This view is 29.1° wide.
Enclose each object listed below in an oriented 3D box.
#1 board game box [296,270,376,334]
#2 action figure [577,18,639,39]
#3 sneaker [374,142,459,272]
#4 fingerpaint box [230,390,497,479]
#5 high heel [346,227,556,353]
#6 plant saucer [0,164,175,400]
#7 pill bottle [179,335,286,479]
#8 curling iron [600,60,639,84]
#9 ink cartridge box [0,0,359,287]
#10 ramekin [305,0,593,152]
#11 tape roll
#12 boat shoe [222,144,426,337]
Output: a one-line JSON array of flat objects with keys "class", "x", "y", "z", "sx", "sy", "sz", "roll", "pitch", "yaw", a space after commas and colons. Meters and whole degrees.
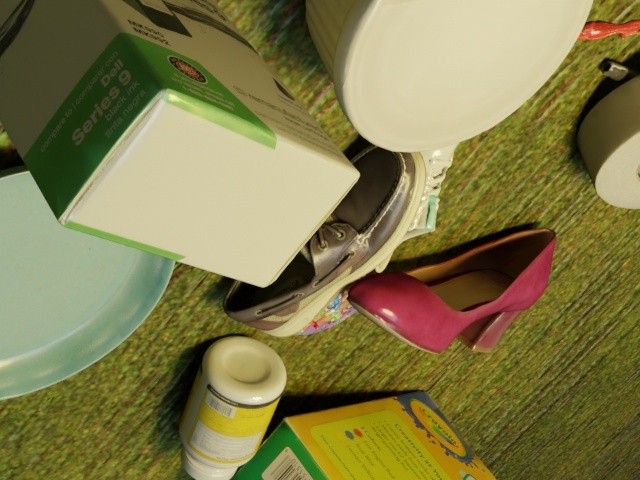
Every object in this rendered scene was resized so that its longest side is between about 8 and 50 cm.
[{"class": "board game box", "x": 0.016, "y": 0.067, "z": 1.491, "sx": 0.133, "sy": 0.033, "sz": 0.168, "roll": -8, "pitch": 137, "yaw": -33}, {"class": "action figure", "x": 0.269, "y": -0.288, "z": 1.222, "sx": 0.139, "sy": 0.091, "sz": 0.280, "roll": -16, "pitch": 140, "yaw": -22}, {"class": "sneaker", "x": 0.109, "y": -0.056, "z": 1.366, "sx": 0.080, "sy": 0.094, "sz": 0.212, "roll": 11, "pitch": 125, "yaw": -44}, {"class": "fingerpaint box", "x": 0.138, "y": 0.427, "z": 1.608, "sx": 0.163, "sy": 0.445, "sz": 0.371, "roll": -50, "pitch": 156, "yaw": 23}, {"class": "high heel", "x": 0.165, "y": 0.036, "z": 1.491, "sx": 0.181, "sy": 0.127, "sz": 0.377, "roll": -60, "pitch": 154, "yaw": 10}, {"class": "plant saucer", "x": -0.293, "y": 0.038, "z": 1.193, "sx": 0.318, "sy": 0.043, "sz": 0.317, "roll": -23, "pitch": 144, "yaw": -17}, {"class": "pill bottle", "x": -0.113, "y": 0.210, "z": 1.494, "sx": 0.103, "sy": 0.103, "sz": 0.184, "roll": -8, "pitch": 138, "yaw": -33}, {"class": "curling iron", "x": 0.424, "y": -0.171, "z": 1.539, "sx": 0.068, "sy": 0.035, "sz": 0.274, "roll": -48, "pitch": 144, "yaw": 19}, {"class": "ink cartridge box", "x": -0.138, "y": -0.119, "z": 0.917, "sx": 0.121, "sy": 0.289, "sz": 0.211, "roll": -50, "pitch": 143, "yaw": 17}, {"class": "ramekin", "x": 0.110, "y": -0.224, "z": 1.137, "sx": 0.273, "sy": 0.127, "sz": 0.273, "roll": -22, "pitch": 144, "yaw": -17}, {"class": "tape roll", "x": 0.431, "y": -0.127, "z": 1.513, "sx": 0.219, "sy": 0.072, "sz": 0.219, "roll": -11, "pitch": 151, "yaw": -6}, {"class": "boat shoe", "x": 0.000, "y": 0.000, "z": 1.340, "sx": 0.092, "sy": 0.103, "sz": 0.285, "roll": 8, "pitch": 134, "yaw": -51}]
